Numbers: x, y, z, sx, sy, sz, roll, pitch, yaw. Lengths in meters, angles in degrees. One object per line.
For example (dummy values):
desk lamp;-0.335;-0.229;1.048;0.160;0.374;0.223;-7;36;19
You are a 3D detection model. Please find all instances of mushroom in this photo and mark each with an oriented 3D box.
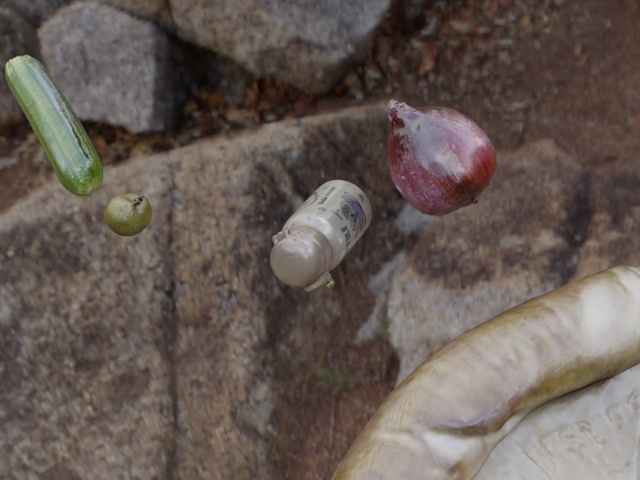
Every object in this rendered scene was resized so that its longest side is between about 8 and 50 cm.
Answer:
mushroom;0.188;0.189;1.275;0.314;0.224;0.397;20;70;-2

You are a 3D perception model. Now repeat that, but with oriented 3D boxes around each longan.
longan;-0.293;-0.044;1.920;0.075;0.083;0.075;21;44;-22

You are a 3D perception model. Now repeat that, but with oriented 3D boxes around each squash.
squash;-0.364;-0.158;1.717;0.066;0.066;0.229;-28;74;-14

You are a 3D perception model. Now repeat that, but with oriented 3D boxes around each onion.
onion;0.161;-0.132;1.814;0.159;0.195;0.159;-36;15;11

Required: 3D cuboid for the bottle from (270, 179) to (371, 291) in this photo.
bottle;0.000;0.000;1.794;0.097;0.110;0.209;-28;12;32
